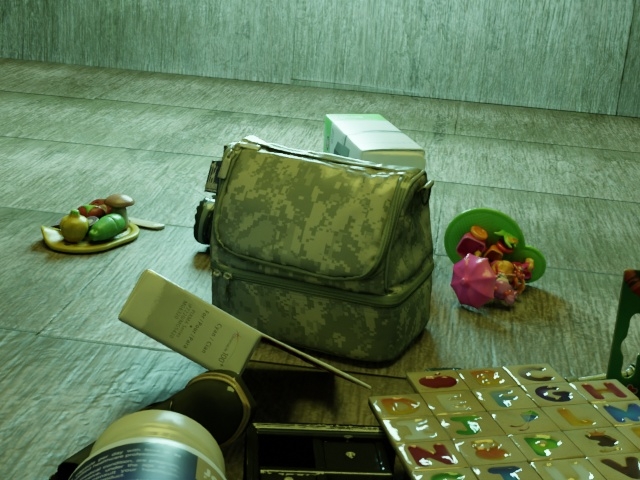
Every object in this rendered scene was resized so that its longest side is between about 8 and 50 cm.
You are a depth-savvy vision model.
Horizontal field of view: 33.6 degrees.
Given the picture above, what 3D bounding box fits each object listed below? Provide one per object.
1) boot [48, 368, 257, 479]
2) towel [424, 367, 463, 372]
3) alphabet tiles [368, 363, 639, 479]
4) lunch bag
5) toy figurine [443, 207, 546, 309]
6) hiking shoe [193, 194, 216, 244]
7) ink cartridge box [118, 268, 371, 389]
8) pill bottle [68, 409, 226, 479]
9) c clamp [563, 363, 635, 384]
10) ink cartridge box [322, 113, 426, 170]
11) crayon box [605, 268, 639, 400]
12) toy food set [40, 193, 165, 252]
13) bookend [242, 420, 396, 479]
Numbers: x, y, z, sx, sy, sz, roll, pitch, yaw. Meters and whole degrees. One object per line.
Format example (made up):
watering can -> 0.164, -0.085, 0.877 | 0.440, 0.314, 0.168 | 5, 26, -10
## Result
boot -> -0.163, 0.198, 1.034 | 0.137, 0.076, 0.198 | -25, -7, -47
towel -> 0.174, 0.189, 1.285 | 0.067, 0.029, 0.119 | -1, 19, -18
alphabet tiles -> 0.210, 0.192, 1.044 | 0.285, 0.011, 0.342 | -3, 15, -10
lunch bag -> 0.000, 0.000, 1.455 | 0.305, 0.256, 0.212 | 12, 20, 23
toy figurine -> 0.265, 0.053, 1.640 | 0.173, 0.130, 0.159 | 29, 34, -3
hiking shoe -> -0.080, -0.040, 1.827 | 0.132, 0.113, 0.304 | 27, 36, 28
ink cartridge box -> -0.093, 0.124, 1.201 | 0.261, 0.066, 0.296 | 29, -7, -4
pill bottle -> -0.142, 0.250, 0.837 | 0.153, 0.153, 0.264 | 3, 19, -4
c clamp -> 0.371, 0.184, 1.356 | 0.161, 0.022, 0.137 | -3, 19, -19
ink cartridge box -> 0.084, -0.098, 1.856 | 0.115, 0.198, 0.273 | 0, 18, -13
crayon box -> 0.502, 0.143, 1.230 | 0.319, 0.202, 0.081 | 2, 19, -3
toy food set -> -0.374, -0.042, 1.788 | 0.128, 0.071, 0.218 | 14, 20, 26
bookend -> 0.003, 0.244, 1.014 | 0.156, 0.072, 0.157 | 3, 19, -4
